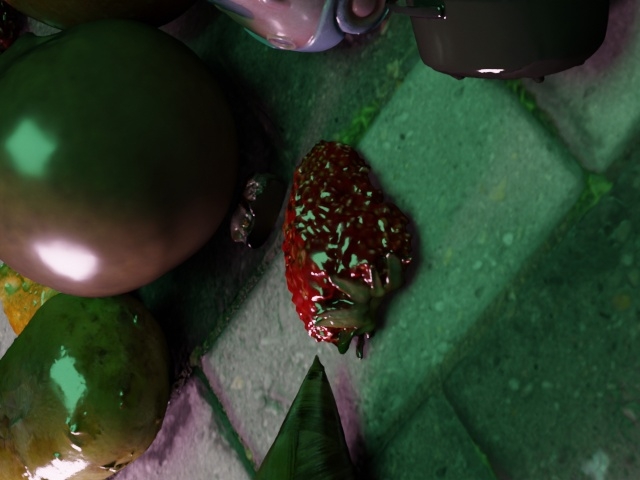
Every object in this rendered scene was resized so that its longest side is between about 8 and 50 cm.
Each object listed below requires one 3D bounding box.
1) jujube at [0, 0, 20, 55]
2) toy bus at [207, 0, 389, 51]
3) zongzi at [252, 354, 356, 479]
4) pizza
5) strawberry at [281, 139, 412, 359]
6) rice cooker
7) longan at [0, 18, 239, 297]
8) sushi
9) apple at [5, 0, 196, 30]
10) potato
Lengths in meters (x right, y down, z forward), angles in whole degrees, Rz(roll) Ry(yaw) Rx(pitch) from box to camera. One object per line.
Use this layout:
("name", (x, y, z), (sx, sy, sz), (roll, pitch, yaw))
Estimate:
("jujube", (-0.455, -0.299, 1.880), (0.104, 0.104, 0.165), (-33, 63, 39))
("toy bus", (-0.045, -0.338, 1.357), (0.197, 0.232, 0.294), (40, 113, 41))
("zongzi", (-0.050, 0.295, 1.381), (0.286, 0.138, 0.300), (-43, 42, 44))
("pizza", (-0.322, 0.067, 1.730), (0.271, 0.056, 0.134), (-8, 78, 45))
("strawberry", (-0.003, 0.001, 1.380), (0.208, 0.087, 0.167), (52, 123, 38))
("rice cooker", (0.152, -0.201, 1.197), (0.203, 0.142, 0.118), (17, 125, 51))
("longan", (-0.238, -0.090, 1.487), (0.319, 0.319, 0.318), (-7, 81, 46))
("sushi", (-0.074, -0.036, 1.489), (0.046, 0.044, 0.083), (34, 108, 42))
("apple", (-0.243, -0.399, 1.542), (0.349, 0.277, 0.348), (-8, 78, 43))
("potato", (-0.282, 0.185, 1.591), (0.307, 0.173, 0.210), (-42, 62, 38))
